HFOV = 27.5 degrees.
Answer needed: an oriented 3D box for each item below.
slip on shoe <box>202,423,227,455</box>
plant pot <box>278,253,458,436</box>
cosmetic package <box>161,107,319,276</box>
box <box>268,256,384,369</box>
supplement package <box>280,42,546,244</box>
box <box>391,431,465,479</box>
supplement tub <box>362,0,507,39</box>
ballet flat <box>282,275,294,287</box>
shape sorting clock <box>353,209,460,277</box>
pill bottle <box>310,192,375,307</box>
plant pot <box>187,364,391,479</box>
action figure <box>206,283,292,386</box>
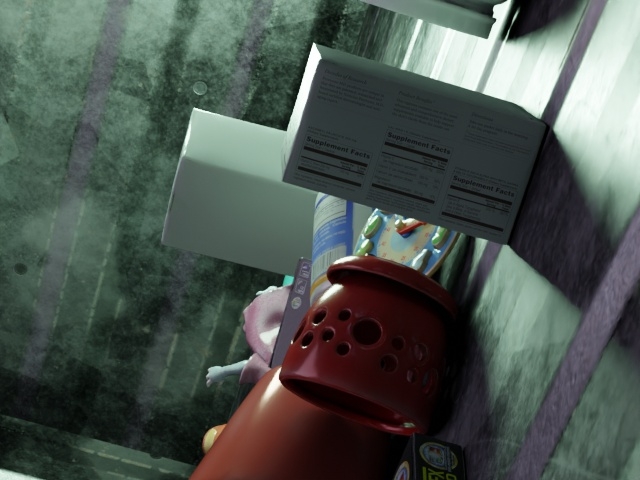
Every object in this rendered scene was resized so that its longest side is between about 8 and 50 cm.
[{"bbox_3d":[-0.154,0.435,2.703,0.331,0.101,0.123,45,-132,-69],"label":"slip on shoe"},{"bbox_3d":[0.066,0.124,1.571,0.191,0.191,0.174,125,168,-71],"label":"plant pot"},{"bbox_3d":[-0.070,-0.067,2.302,0.156,0.385,0.217,-81,10,-48],"label":"cosmetic package"},{"bbox_3d":[0.023,0.137,2.010,0.045,0.190,0.184,19,-91,-51],"label":"box"},{"bbox_3d":[0.098,-0.117,1.513,0.204,0.261,0.145,-100,27,-76],"label":"supplement package"},{"bbox_3d":[0.081,0.372,1.359,0.216,0.060,0.270,-86,14,-60],"label":"box"},{"bbox_3d":[0.182,-0.455,1.762,0.235,0.235,0.325,-103,30,-77],"label":"supplement tub"},{"bbox_3d":[0.000,0.000,2.773,0.123,0.123,0.349,134,148,-77],"label":"ballet flat"},{"bbox_3d":[0.114,-0.011,1.721,0.206,0.040,0.206,-36,31,25],"label":"shape sorting clock"},{"bbox_3d":[0.065,-0.005,1.911,0.152,0.152,0.272,114,164,-50],"label":"pill bottle"},{"bbox_3d":[-0.029,0.309,1.692,0.275,0.275,0.243,113,-179,-47],"label":"plant pot"},{"bbox_3d":[-0.053,0.272,2.540,0.275,0.248,0.370,-30,33,9],"label":"action figure"}]
